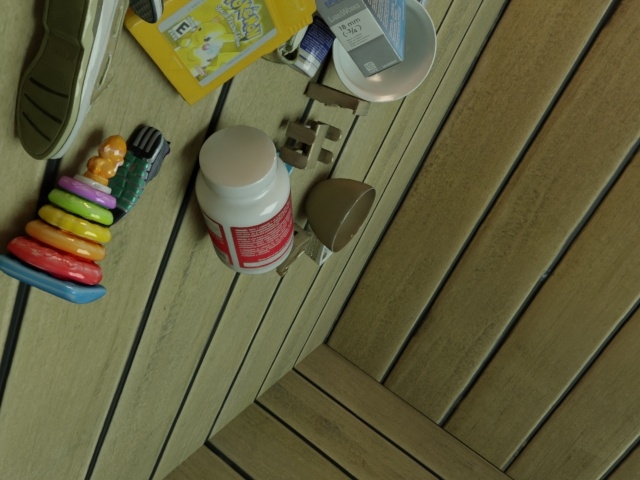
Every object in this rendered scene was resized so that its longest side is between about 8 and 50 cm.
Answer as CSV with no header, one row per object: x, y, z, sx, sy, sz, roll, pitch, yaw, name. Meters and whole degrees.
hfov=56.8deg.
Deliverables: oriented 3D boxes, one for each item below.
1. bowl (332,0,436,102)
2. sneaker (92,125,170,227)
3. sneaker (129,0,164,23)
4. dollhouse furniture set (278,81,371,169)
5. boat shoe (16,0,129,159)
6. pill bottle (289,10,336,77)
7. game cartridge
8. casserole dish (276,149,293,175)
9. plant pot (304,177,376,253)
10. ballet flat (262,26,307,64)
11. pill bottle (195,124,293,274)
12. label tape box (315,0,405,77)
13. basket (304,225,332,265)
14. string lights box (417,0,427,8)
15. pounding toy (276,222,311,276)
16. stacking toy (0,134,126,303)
0.166,-0.553,1.676,0.298,0.297,0.134,-63,-157,20,bowl
-0.369,-0.116,1.188,0.224,0.083,0.098,-57,169,-2,sneaker
-0.235,-0.452,0.872,0.163,0.086,0.226,-47,150,-30,sneaker
0.021,-0.315,1.724,0.212,0.161,0.242,-25,137,-66,dollhouse furniture set
-0.361,-0.254,0.883,0.302,0.113,0.103,-59,167,25,boat shoe
-0.019,-0.497,1.410,0.187,0.112,0.112,-58,164,7,pill bottle
-0.164,-0.409,1.073,0.323,0.053,0.285,-33,163,1,game cartridge
-0.136,-0.214,1.757,0.114,0.037,0.188,-58,163,7,casserole dish
0.052,-0.122,2.203,0.284,0.191,0.284,-49,162,-22,plant pot
-0.071,-0.515,1.224,0.123,0.123,0.349,-46,161,-33,ballet flat
-0.186,-0.095,1.491,0.229,0.229,0.408,-50,163,-22,pill bottle
0.064,-0.565,1.289,0.333,0.105,0.241,43,42,-40,label tape box
0.000,0.000,2.446,0.113,0.103,0.167,-44,159,-37,basket
0.233,-0.683,1.852,0.260,0.076,0.133,-48,160,-29,string lights box
-0.129,0.040,2.184,0.206,0.094,0.181,-55,172,32,pounding toy
-0.426,-0.054,1.055,0.175,0.165,0.302,112,1,-86,stacking toy
